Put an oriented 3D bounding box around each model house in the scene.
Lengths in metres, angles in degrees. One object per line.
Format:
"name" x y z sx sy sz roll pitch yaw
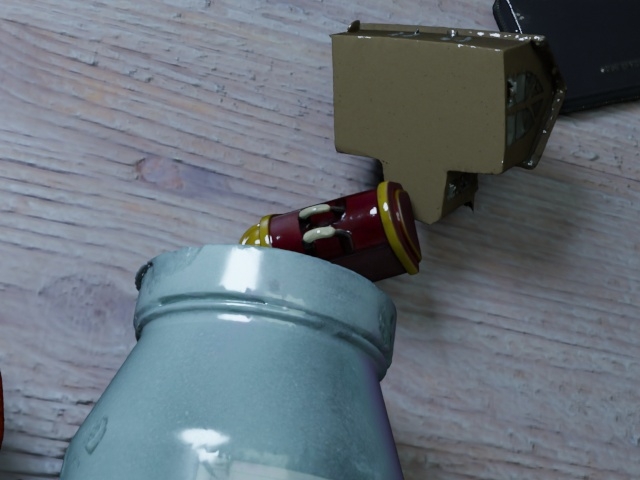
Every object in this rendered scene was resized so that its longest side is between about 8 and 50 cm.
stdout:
"model house" 0.141 -0.124 0.977 0.248 0.181 0.176 -27 122 -55

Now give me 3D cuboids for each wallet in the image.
"wallet" 0.313 -0.219 1.117 0.250 0.044 0.149 -12 78 -24

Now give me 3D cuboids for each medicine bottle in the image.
"medicine bottle" -0.060 0.171 0.710 0.245 0.245 0.290 14 65 -15

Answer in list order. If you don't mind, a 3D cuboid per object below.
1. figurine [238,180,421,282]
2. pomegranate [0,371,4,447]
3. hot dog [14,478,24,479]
"figurine" -0.001 -0.001 0.862 0.154 0.098 0.082 -15 75 14
"pomegranate" -0.335 0.113 0.653 0.257 0.221 0.221 -9 73 -16
"hot dog" -0.200 0.208 0.760 0.090 0.034 0.030 36 49 -26
